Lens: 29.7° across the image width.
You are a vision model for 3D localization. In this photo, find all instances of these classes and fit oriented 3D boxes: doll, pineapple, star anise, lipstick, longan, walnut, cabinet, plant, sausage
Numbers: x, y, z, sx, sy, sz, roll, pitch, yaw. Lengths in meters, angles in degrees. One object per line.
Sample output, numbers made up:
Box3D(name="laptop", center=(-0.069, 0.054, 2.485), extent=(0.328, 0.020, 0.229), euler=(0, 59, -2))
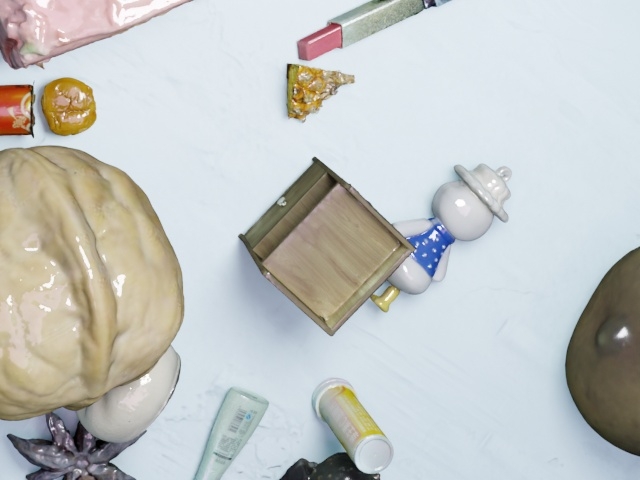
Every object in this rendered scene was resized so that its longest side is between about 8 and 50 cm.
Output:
Box3D(name="doll", center=(0.180, -0.012, 1.853), extent=(0.293, 0.119, 0.138), euler=(-43, 119, 6))
Box3D(name="pineapple", center=(-0.006, -0.232, 1.774), extent=(0.114, 0.077, 0.114), euler=(-13, 143, -22))
Box3D(name="star anise", center=(-0.359, 0.323, 1.822), extent=(0.180, 0.061, 0.204), euler=(-45, 110, 0))
Box3D(name="lipstick", center=(0.107, -0.342, 1.772), extent=(0.312, 0.051, 0.051), euler=(-26, 111, -6))
Box3D(name="longan", center=(0.560, 0.172, 1.897), extent=(0.361, 0.361, 0.361), euler=(-4, 106, -14))
Box3D(name="walnut", center=(-0.368, 0.048, 1.591), extent=(0.381, 0.381, 0.381), euler=(-4, 106, -14))
Box3D(name="cabinet", center=(0.000, 0.000, 1.751), extent=(0.175, 0.215, 0.148), euler=(-46, 109, 2))
Box3D(name="plant", center=(-0.012, 0.436, 1.897), extent=(0.256, 0.164, 0.142), euler=(-36, 108, 13))
Box3D(name="sausage", center=(-0.521, -0.173, 1.641), extent=(0.264, 0.083, 0.083), euler=(-4, 106, -13))

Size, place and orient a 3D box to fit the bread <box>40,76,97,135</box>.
Box3D(name="bread", center=(-0.352, -0.187, 1.695), extent=(0.081, 0.046, 0.083), euler=(16, 101, -16))

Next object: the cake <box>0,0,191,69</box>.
Box3D(name="cake", center=(-0.305, -0.402, 1.523), extent=(0.307, 0.293, 0.314), euler=(-23, 103, -10))

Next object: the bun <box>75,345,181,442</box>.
Box3D(name="bun", center=(-0.291, 0.201, 1.747), extent=(0.120, 0.173, 0.173), euler=(40, 92, -23))

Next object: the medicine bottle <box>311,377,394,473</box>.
Box3D(name="medicine bottle", center=(0.049, 0.280, 1.835), extent=(0.074, 0.218, 0.074), euler=(-4, 106, -15))

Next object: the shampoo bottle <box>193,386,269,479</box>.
Box3D(name="shampoo bottle", center=(-0.151, 0.323, 1.888), extent=(0.069, 0.041, 0.190), euler=(24, 98, -25))
